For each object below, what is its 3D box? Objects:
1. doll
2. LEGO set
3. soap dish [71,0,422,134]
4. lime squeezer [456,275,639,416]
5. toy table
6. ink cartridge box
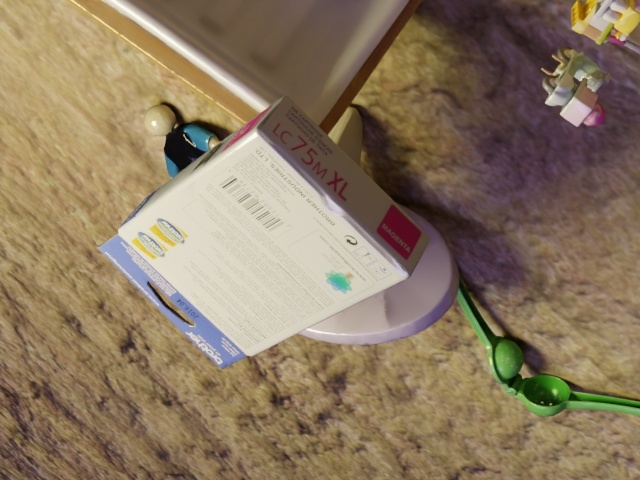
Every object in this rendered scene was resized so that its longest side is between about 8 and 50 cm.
[{"bbox_3d":[-0.135,-0.086,1.806,0.189,0.046,0.129,43,145,-16],"label":"doll"},{"bbox_3d":[0.293,-0.203,1.224,0.107,0.132,0.287,28,142,-8],"label":"LEGO set"},{"bbox_3d":[-0.074,-0.233,1.411,0.291,0.229,0.118,35,164,-2],"label":"soap dish"},{"bbox_3d":[0.243,0.145,1.777,0.310,0.059,0.110,35,148,-2],"label":"lime squeezer"},{"bbox_3d":[0.000,0.000,1.646,0.274,0.252,0.161,2,153,23],"label":"toy table"},{"bbox_3d":[-0.062,0.003,1.422,0.186,0.065,0.311,44,140,-13],"label":"ink cartridge box"}]
